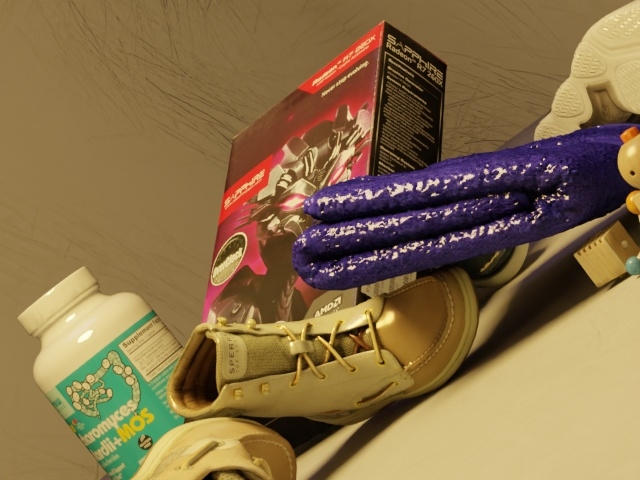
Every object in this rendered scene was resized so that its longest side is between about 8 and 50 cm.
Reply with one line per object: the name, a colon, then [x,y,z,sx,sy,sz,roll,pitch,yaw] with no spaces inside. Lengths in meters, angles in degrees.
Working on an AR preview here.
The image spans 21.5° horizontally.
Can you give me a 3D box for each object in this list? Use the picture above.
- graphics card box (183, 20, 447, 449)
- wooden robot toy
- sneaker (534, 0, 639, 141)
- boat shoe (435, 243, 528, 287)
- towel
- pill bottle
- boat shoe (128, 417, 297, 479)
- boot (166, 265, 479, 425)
graphics card box: [0.000,0.000,1.522,0.233,0.094,0.371,-33,36,38]
wooden robot toy: [0.213,-0.038,1.041,0.076,0.079,0.173,-39,2,-33]
sneaker: [0.322,-0.174,1.710,0.153,0.101,0.268,-38,-14,-36]
boat shoe: [0.080,0.003,1.580,0.254,0.079,0.095,4,67,53]
towel: [0.128,-0.038,1.248,0.228,0.076,0.308,-16,1,23]
pill bottle: [-0.202,0.157,1.776,0.146,0.264,0.146,-39,1,0]
boat shoe: [-0.075,0.183,1.096,0.098,0.109,0.302,-6,3,24]
boot: [-0.001,0.079,1.220,0.165,0.077,0.213,5,-28,-34]
